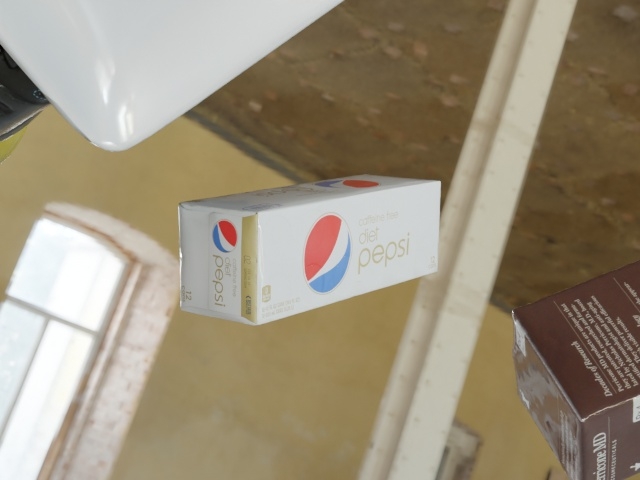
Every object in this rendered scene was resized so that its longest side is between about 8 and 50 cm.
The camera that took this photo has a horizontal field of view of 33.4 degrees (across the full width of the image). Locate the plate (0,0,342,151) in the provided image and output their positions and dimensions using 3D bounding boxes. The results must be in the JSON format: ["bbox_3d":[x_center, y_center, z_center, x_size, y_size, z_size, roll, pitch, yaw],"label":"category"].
[{"bbox_3d":[-0.025,-0.184,0.339,0.045,0.278,0.277,53,-1,32],"label":"plate"}]

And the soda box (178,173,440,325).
[{"bbox_3d":[0.000,0.000,0.741,0.069,0.073,0.216,8,13,37],"label":"soda box"}]

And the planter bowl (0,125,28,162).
[{"bbox_3d":[-0.422,-0.156,1.326,0.090,0.217,0.217,30,-18,-34],"label":"planter bowl"}]

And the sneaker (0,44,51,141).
[{"bbox_3d":[-0.165,-0.145,0.618,0.125,0.341,0.139,62,8,-8],"label":"sneaker"}]

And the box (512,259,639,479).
[{"bbox_3d":[0.345,0.149,1.207,0.203,0.167,0.168,-22,-43,-6],"label":"box"}]
